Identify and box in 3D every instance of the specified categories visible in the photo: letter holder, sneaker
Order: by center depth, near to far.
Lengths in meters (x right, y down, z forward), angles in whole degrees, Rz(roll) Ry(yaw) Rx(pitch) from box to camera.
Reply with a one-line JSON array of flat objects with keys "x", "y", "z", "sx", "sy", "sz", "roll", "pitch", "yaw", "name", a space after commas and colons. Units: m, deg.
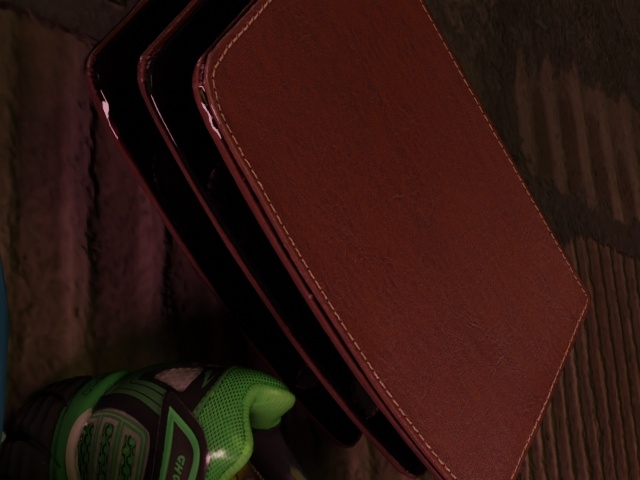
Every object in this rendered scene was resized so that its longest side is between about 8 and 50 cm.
[{"x": -0.022, "y": 0.216, "z": 0.647, "sx": 0.134, "sy": 0.146, "sz": 0.344, "roll": -44, "pitch": 113, "yaw": -52, "name": "sneaker"}, {"x": 0.000, "y": 0.000, "z": 0.765, "sx": 0.302, "sy": 0.152, "sz": 0.214, "roll": 57, "pitch": 40, "yaw": -23, "name": "letter holder"}]

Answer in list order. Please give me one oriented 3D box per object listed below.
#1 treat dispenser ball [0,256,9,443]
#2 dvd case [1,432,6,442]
[{"x": -0.221, "y": 0.030, "z": 0.319, "sx": 0.288, "sy": 0.288, "sz": 0.288, "roll": 26, "pitch": 56, "yaw": -47, "name": "treat dispenser ball"}, {"x": -0.194, "y": 0.071, "z": 0.581, "sx": 0.119, "sy": 0.013, "sz": 0.087, "roll": 58, "pitch": 38, "yaw": -21, "name": "dvd case"}]
